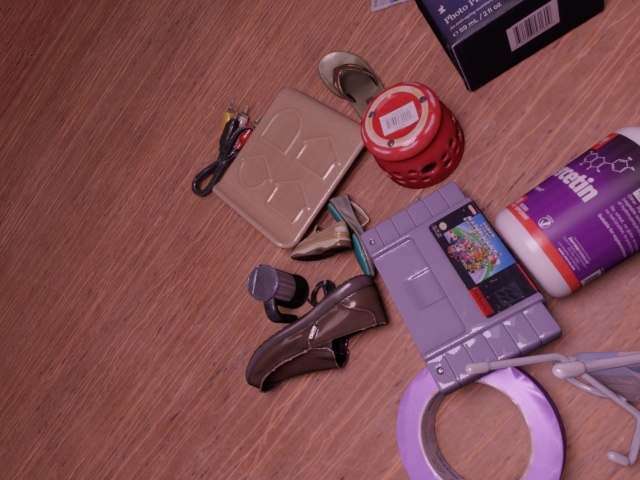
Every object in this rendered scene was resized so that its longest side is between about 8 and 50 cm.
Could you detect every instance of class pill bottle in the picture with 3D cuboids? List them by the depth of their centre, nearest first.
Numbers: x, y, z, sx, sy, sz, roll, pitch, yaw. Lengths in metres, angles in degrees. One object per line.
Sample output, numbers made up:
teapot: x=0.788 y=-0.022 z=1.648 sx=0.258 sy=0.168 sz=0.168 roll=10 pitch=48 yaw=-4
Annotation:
pill bottle: x=0.471 y=-0.060 z=0.800 sx=0.323 sy=0.181 sz=0.182 roll=-38 pitch=61 yaw=15

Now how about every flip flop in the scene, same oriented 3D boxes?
flip flop: x=0.083 y=-0.376 z=1.174 sx=0.112 sy=0.080 sz=0.277 roll=-40 pitch=60 yaw=15

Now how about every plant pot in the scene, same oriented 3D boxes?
plant pot: x=0.188 y=-0.226 z=1.018 sx=0.191 sy=0.174 sz=0.191 roll=-10 pitch=69 yaw=28

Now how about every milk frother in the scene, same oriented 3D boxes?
milk frother: x=-0.062 y=0.107 z=1.089 sx=0.143 sy=0.134 sz=0.129 roll=-37 pitch=62 yaw=16

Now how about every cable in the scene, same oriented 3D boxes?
cable: x=-0.255 y=-0.239 z=1.364 sx=0.139 sy=0.072 sz=0.287 roll=30 pitch=105 yaw=16

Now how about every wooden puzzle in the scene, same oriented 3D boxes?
wooden puzzle: x=-0.071 y=-0.184 z=1.213 sx=0.322 sy=0.080 sz=0.348 roll=38 pitch=91 yaw=34

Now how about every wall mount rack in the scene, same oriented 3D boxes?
wall mount rack: x=0.392 y=0.206 z=0.655 sx=0.304 sy=0.350 sz=0.130 roll=34 pitch=71 yaw=-2

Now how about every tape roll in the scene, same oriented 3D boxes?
tape roll: x=0.278 y=0.341 z=0.854 sx=0.274 sy=0.090 sz=0.275 roll=-8 pitch=73 yaw=28

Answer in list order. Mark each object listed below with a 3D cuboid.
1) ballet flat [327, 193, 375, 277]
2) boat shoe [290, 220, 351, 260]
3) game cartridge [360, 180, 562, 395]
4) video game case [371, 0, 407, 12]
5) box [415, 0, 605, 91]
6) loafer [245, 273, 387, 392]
ballet flat: x=0.088 y=-0.019 z=1.081 sx=0.068 sy=0.072 sz=0.213 roll=-23 pitch=64 yaw=-11
boat shoe: x=0.000 y=0.000 z=1.104 sx=0.190 sy=0.068 sz=0.072 roll=-17 pitch=71 yaw=45
game cartridge: x=0.241 y=0.070 z=0.896 sx=0.230 sy=0.068 sz=0.355 roll=-33 pitch=54 yaw=13
video game case: x=0.187 y=-0.634 z=1.228 sx=0.122 sy=0.011 sz=0.087 roll=-5 pitch=73 yaw=29
box: x=0.359 y=-0.534 z=1.002 sx=0.296 sy=0.182 sz=0.294 roll=-30 pitch=62 yaw=19
loafer: x=-0.010 y=0.224 z=1.025 sx=0.366 sy=0.133 sz=0.130 roll=-42 pitch=69 yaw=18
